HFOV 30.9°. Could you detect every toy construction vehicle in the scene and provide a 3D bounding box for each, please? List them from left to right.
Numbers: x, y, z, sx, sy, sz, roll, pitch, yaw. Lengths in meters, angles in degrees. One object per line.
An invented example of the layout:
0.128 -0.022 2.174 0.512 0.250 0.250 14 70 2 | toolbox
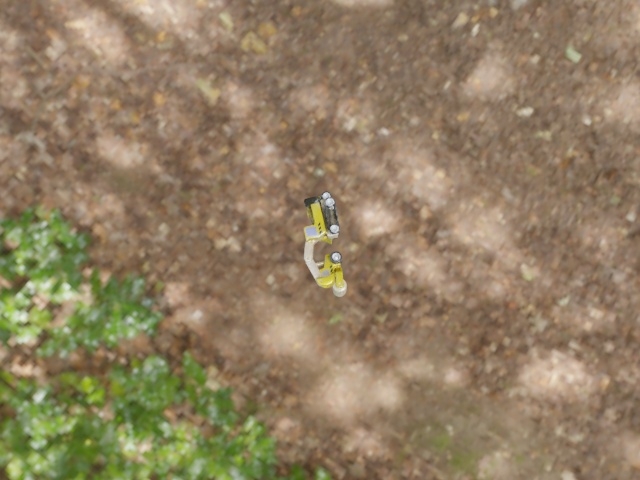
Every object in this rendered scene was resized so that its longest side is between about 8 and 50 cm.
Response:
0.000 0.000 1.045 0.035 0.098 0.086 -9 168 -1 | toy construction vehicle
